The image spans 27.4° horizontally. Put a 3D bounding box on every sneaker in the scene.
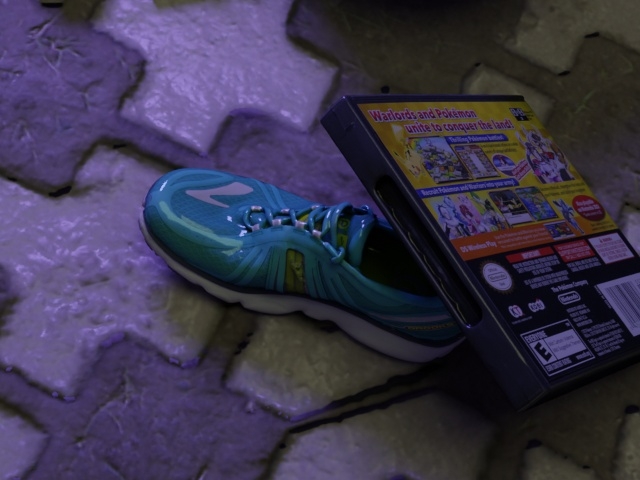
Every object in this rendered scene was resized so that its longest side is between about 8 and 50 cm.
[{"bbox_3d":[0.000,0.000,0.993,0.275,0.110,0.107,18,62,-2],"label":"sneaker"}]

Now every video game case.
[{"bbox_3d":[0.149,-0.006,0.989,0.275,0.035,0.248,-9,61,-54],"label":"video game case"}]
